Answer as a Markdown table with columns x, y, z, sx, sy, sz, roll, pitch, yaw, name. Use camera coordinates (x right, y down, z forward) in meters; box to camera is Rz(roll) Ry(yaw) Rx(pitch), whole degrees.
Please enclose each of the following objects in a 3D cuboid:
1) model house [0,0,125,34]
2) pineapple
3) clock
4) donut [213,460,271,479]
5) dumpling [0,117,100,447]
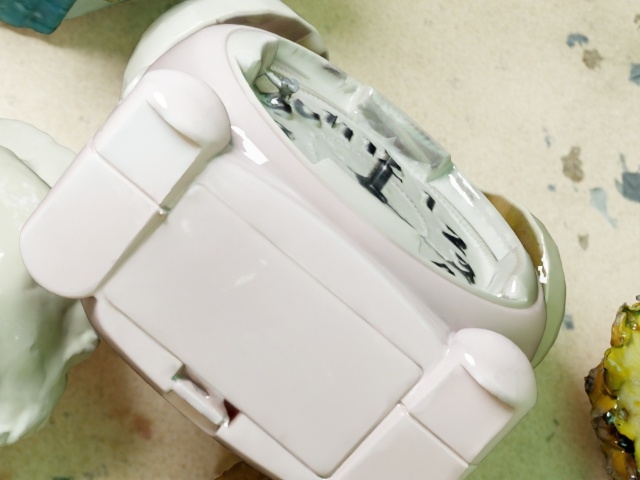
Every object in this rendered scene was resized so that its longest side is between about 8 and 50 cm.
| x | y | z | sx | sy | sz | roll | pitch | yaw | name |
| --- | --- | --- | --- | --- | --- | --- | --- | --- | --- |
| -0.192 | -0.256 | 1.255 | 0.325 | 0.194 | 0.267 | -25 | 84 | -29 | model house |
| 0.274 | 0.131 | 1.404 | 0.225 | 0.076 | 0.224 | 12 | 64 | -26 | pineapple |
| 0.000 | 0.000 | 1.198 | 0.342 | 0.184 | 0.326 | 45 | 23 | -6 | clock |
| 0.003 | 0.265 | 1.190 | 0.278 | 0.108 | 0.277 | 10 | 66 | -23 | donut |
| -0.208 | 0.020 | 1.169 | 0.162 | 0.132 | 0.250 | 4 | 53 | -17 | dumpling |
